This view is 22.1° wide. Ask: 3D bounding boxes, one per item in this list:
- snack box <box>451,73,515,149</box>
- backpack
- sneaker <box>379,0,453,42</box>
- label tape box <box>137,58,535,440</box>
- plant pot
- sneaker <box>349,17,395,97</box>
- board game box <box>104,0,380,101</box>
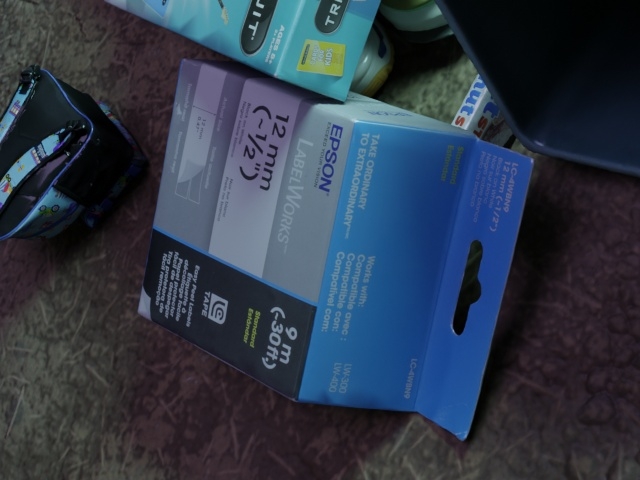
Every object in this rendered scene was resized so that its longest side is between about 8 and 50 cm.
[{"bbox_3d":[0.155,-0.120,1.425,0.022,0.064,0.178,27,89,45],"label":"snack box"},{"bbox_3d":[-0.293,-0.072,1.745,0.173,0.117,0.158,-52,47,8],"label":"backpack"},{"bbox_3d":[0.114,-0.399,1.510,0.158,0.182,0.410,0,69,40],"label":"sneaker"},{"bbox_3d":[0.000,0.000,1.418,0.347,0.115,0.249,25,108,45],"label":"label tape box"},{"bbox_3d":[0.268,-0.217,1.265,0.247,0.248,0.252,17,64,43],"label":"plant pot"},{"bbox_3d":[-0.039,-0.250,1.607,0.112,0.131,0.296,-52,45,11],"label":"sneaker"},{"bbox_3d":[-0.052,-0.290,1.459,0.336,0.079,0.254,30,102,53],"label":"board game box"}]
